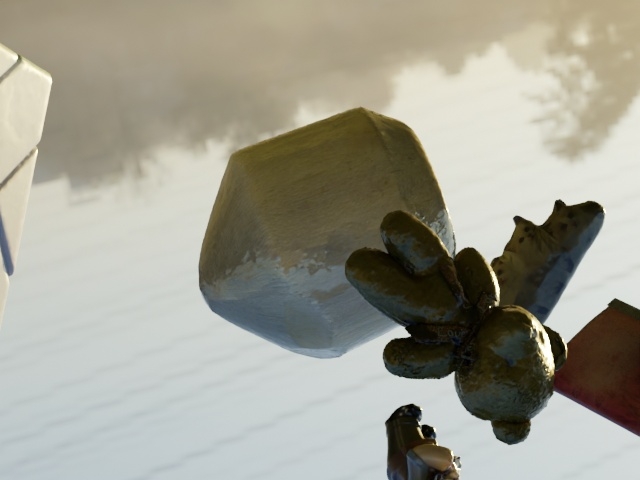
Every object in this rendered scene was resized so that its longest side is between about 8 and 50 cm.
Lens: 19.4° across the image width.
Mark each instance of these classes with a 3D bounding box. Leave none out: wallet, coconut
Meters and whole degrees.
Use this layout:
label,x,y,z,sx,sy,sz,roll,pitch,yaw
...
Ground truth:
label,x,y,z,sx,sy,sz,roll,pitch,yaw
wallet,0.316,0.132,1.746,0.119,0.025,0.232,-42,-144,-16
coconut,0.000,0.000,1.900,0.266,0.237,0.237,-20,-170,-8

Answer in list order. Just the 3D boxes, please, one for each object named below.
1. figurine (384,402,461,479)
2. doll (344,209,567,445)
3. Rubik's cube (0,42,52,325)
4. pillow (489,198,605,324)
label,x,y,z,sx,sy,sz,roll,pitch,yaw
figurine,0.110,0.231,1.627,0.108,0.114,0.196,-20,-139,6
doll,0.118,0.065,1.556,0.137,0.209,0.097,-53,-172,-32
Rubik's cube,-0.501,-0.077,1.896,0.316,0.319,0.322,7,171,20
pillow,0.215,0.047,2.021,0.241,0.093,0.051,-57,-172,0
